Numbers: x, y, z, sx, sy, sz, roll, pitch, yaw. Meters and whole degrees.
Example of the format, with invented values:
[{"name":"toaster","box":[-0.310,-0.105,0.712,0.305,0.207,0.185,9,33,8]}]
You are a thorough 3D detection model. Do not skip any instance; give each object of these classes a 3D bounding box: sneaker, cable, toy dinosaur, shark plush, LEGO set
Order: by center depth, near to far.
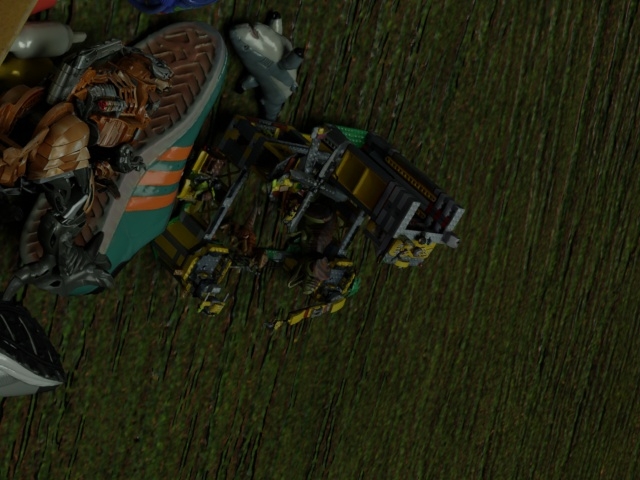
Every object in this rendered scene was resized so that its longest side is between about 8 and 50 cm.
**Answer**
[{"name":"cable","box":[-0.310,-0.172,1.445,0.287,0.072,0.139,-34,138,-53]},{"name":"toy dinosaur","box":[-0.258,-0.076,1.501,0.322,0.164,0.218,-13,137,-37]},{"name":"sneaker","box":[-0.358,0.113,1.635,0.108,0.100,0.271,-42,151,21]},{"name":"sneaker","box":[-0.186,-0.079,1.678,0.302,0.108,0.121,-56,160,-7]},{"name":"shark plush","box":[-0.064,-0.179,1.796,0.067,0.073,0.161,-19,153,-14]},{"name":"LEGO set","box":[0.000,0.000,1.830,0.331,0.192,0.255,18,110,-53]}]

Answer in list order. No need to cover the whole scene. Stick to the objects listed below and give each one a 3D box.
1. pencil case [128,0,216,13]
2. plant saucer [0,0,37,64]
[{"name":"pencil case","box":[-0.058,-0.300,1.627,0.306,0.133,0.119,-19,158,-38]},{"name":"plant saucer","box":[-0.270,-0.170,1.265,0.081,0.333,0.333,30,64,-14]}]
